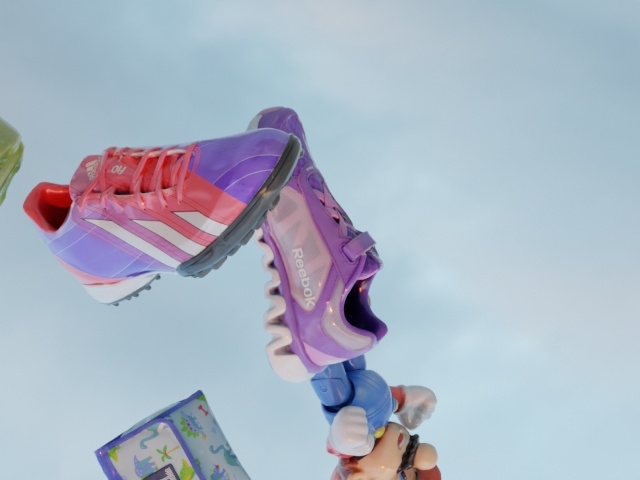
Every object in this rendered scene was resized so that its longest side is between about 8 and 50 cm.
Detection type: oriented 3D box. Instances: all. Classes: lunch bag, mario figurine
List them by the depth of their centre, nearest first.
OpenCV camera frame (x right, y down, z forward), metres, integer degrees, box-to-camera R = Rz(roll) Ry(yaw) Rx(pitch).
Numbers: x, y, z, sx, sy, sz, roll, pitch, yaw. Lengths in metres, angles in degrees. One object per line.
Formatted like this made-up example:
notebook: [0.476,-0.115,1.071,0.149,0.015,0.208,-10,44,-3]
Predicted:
lunch bag: [-0.161,0.248,1.528,0.151,0.096,0.128,-27,-92,-52]
mario figurine: [0.080,0.216,1.786,0.198,0.320,0.170,-32,-151,-22]

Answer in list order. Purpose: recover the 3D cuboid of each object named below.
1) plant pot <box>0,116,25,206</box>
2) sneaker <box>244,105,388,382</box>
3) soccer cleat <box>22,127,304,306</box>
plant pot: [-0.383,-0.071,1.123,0.254,0.276,0.276,31,-156,-4]
sneaker: [0.000,0.000,1.209,0.105,0.236,0.095,-8,-173,29]
soccer cleat: [-0.134,-0.033,1.138,0.116,0.318,0.108,42,-123,-18]
